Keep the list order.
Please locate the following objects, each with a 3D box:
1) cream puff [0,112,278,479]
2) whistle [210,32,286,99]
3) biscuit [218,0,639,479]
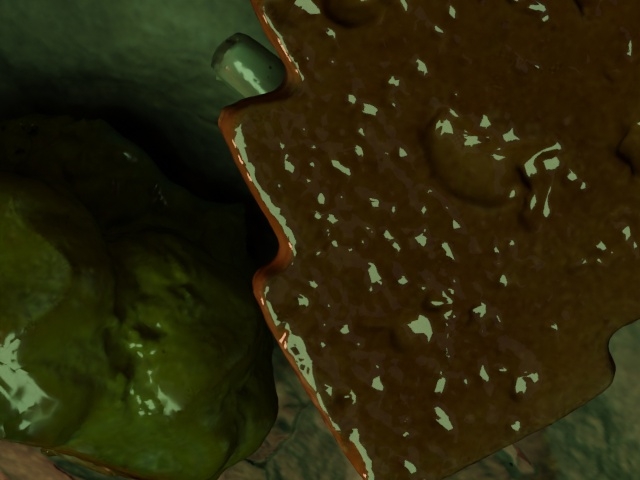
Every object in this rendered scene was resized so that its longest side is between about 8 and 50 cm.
[{"bbox_3d":[-0.150,0.025,0.851,0.282,0.185,0.282,14,173,2],"label":"cream puff"},{"bbox_3d":[0.049,-0.014,0.760,0.253,0.105,0.102,38,150,-16],"label":"whistle"},{"bbox_3d":[0.068,-0.031,0.678,0.284,0.043,0.306,17,101,-7],"label":"biscuit"}]
